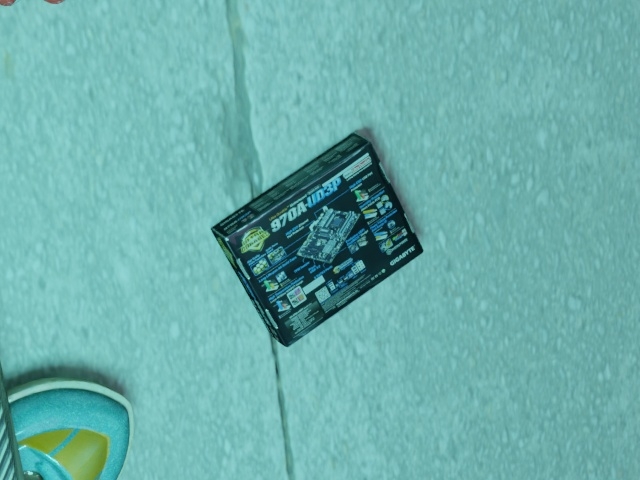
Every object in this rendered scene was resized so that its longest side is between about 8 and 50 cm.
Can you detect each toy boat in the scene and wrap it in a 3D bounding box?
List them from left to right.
[{"bbox_3d":[-0.297,0.314,1.733,0.267,0.148,0.318,-37,119,-11],"label":"toy boat"}]

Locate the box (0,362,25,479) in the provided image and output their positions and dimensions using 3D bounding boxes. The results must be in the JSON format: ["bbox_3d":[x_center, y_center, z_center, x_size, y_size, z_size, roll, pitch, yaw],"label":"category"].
[{"bbox_3d":[-0.377,0.203,1.596,0.094,0.113,0.275,-13,79,-8],"label":"box"}]

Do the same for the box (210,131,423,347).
[{"bbox_3d":[0.000,0.000,1.831,0.220,0.051,0.175,-35,118,-12],"label":"box"}]

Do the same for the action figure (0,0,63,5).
[{"bbox_3d":[-0.217,-0.321,1.573,0.280,0.139,0.091,-34,117,-10],"label":"action figure"}]
